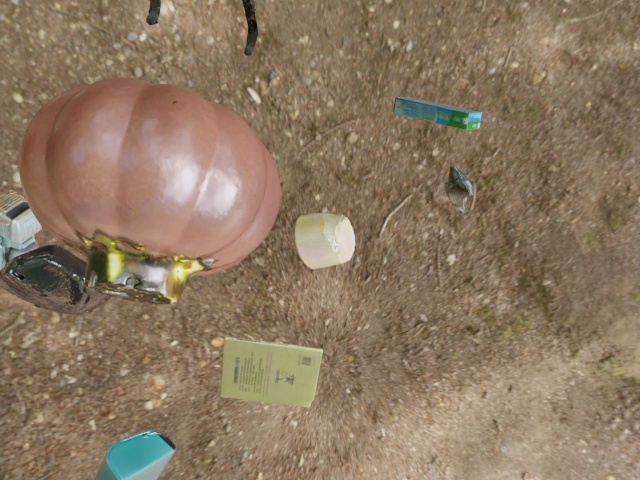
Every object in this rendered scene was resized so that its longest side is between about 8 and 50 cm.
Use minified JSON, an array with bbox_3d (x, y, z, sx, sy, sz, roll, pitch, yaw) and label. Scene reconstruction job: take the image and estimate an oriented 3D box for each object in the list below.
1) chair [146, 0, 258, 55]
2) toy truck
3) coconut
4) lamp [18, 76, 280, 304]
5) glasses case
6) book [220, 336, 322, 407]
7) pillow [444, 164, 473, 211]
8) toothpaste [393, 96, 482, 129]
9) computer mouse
[{"bbox_3d":[-0.100,-0.277,0.556,0.174,0.213,0.149,21,83,7],"label":"chair"},{"bbox_3d":[-0.760,0.010,1.649,0.140,0.257,0.108,28,39,8],"label":"toy truck"},{"bbox_3d":[0.000,0.000,1.697,0.152,0.147,0.147,-8,77,32],"label":"coconut"},{"bbox_3d":[-0.200,-0.048,0.774,0.305,0.305,0.240,8,74,2],"label":"lamp"},{"bbox_3d":[-0.359,0.441,1.146,0.070,0.117,0.301,46,126,20],"label":"glasses case"},{"bbox_3d":[-0.100,0.264,1.303,0.192,0.168,0.013,8,36,-3],"label":"book"},{"bbox_3d":[0.360,-0.136,1.714,0.091,0.136,0.055,33,78,15],"label":"pillow"},{"bbox_3d":[0.328,-0.364,1.868,0.266,0.065,0.050,24,115,42],"label":"toothpaste"},{"bbox_3d":[-0.431,0.079,1.105,0.122,0.217,0.074,-23,60,17],"label":"computer mouse"}]
